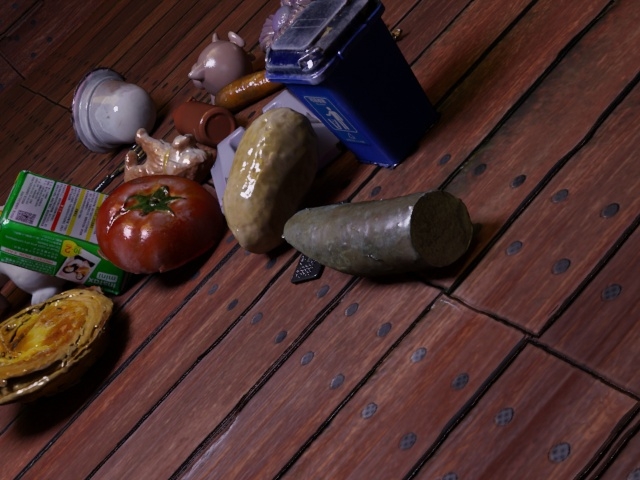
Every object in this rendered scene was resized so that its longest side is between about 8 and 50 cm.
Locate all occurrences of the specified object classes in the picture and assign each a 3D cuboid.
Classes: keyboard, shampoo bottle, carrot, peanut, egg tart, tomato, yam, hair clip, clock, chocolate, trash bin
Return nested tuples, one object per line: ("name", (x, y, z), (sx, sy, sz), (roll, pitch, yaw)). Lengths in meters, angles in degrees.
("keyboard", (0.000, 0.000, 1.402), (0.053, 0.010, 0.155), (-17, 37, 37))
("shampoo bottle", (-0.246, -0.242, 1.970), (0.085, 0.085, 0.244), (-46, 29, -7))
("carrot", (-0.135, -0.306, 1.947), (0.186, 0.060, 0.060), (-21, 35, 30))
("peanut", (-0.075, -0.089, 1.470), (0.129, 0.129, 0.224), (11, 76, 56))
("egg tart", (-0.454, 0.188, 1.609), (0.297, 0.132, 0.297), (-21, 26, 10))
("tomato", (-0.272, -0.041, 1.632), (0.225, 0.085, 0.225), (-3, 36, 2))
("yam", (0.063, -0.005, 1.233), (0.259, 0.106, 0.106), (-8, 43, 51))
("hair clip", (-0.020, -0.509, 2.067), (0.300, 0.069, 0.173), (-35, 29, 14))
("clock", (-0.080, -0.146, 1.628), (0.253, 0.083, 0.186), (-39, 28, 7))
("chocolate", (-0.449, -0.288, 2.233), (0.147, 0.221, 0.221), (13, 55, 24))
("trash bin", (0.057, -0.237, 1.421), (0.184, 0.234, 0.162), (-50, 30, -14))

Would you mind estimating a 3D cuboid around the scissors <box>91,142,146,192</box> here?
("scissors", (-0.472, -0.140, 2.182), (0.220, 0.017, 0.088), (-44, 29, -1))

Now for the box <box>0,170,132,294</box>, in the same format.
("box", (-0.442, -0.017, 1.732), (0.180, 0.250, 0.103), (-88, 17, -53))

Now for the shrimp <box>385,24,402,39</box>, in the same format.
("shrimp", (0.108, -0.370, 1.761), (0.127, 0.025, 0.091), (-9, 41, 49))

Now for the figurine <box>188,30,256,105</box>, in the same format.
("figurine", (-0.203, -0.357, 2.029), (0.138, 0.125, 0.125), (-47, 28, -3))

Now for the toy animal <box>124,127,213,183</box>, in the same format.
("toy animal", (-0.290, -0.114, 1.868), (0.185, 0.104, 0.184), (10, 85, 36))

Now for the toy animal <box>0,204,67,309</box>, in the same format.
("toy animal", (-0.622, 0.041, 1.910), (0.310, 0.247, 0.183), (-15, 19, 16))
